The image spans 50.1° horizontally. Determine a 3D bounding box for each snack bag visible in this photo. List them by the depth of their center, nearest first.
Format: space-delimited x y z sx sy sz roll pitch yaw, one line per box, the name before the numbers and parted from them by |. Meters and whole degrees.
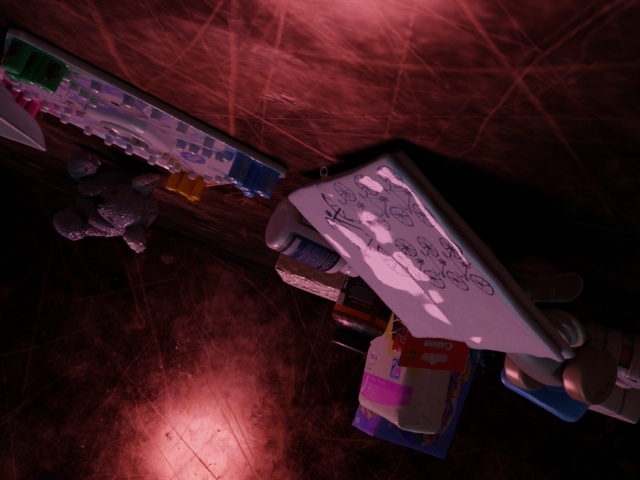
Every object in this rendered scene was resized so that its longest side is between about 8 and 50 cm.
snack bag | 0.109 0.030 0.876 0.323 0.037 0.343 46 161 -15

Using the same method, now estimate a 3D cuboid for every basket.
basket | 0.001 0.050 1.419 0.167 0.113 0.103 18 169 20

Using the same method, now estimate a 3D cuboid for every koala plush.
koala plush | -0.419 -0.077 1.461 0.203 0.196 0.221 14 178 -42

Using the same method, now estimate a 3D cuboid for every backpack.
backpack | 0.369 0.217 1.526 0.105 0.114 0.084 -19 -162 -32

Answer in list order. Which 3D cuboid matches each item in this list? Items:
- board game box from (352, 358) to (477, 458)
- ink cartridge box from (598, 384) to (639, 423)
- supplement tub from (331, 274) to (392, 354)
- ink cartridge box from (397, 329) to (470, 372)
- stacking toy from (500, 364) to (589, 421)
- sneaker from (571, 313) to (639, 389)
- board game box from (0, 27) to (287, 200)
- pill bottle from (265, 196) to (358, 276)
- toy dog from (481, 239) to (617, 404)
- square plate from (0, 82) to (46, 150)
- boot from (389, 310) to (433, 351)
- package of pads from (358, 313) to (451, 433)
board game box | 0.239 0.290 1.546 0.233 0.346 0.078 28 170 -33
ink cartridge box | 0.602 0.316 1.586 0.283 0.117 0.207 29 169 -40
supplement tub | 0.087 0.105 1.259 0.106 0.197 0.106 21 171 4
ink cartridge box | 0.215 0.135 1.107 0.146 0.179 0.045 11 -170 -29
stacking toy | 0.452 0.231 1.399 0.175 0.165 0.302 30 -177 3
sneaker | 0.503 0.190 1.154 0.253 0.102 0.111 18 170 -25
board game box | -0.296 -0.159 1.043 0.390 0.050 0.390 25 171 -25
pill bottle | 0.000 0.000 1.163 0.170 0.094 0.094 25 171 -23
toy dog | 0.314 0.099 0.987 0.220 0.161 0.333 18 157 38
square plate | -0.562 -0.260 0.894 0.347 0.049 0.344 21 165 35
boot | 0.126 0.084 1.109 0.244 0.176 0.088 30 171 -36
package of pads | 0.176 0.206 1.344 0.101 0.296 0.229 14 173 -13
